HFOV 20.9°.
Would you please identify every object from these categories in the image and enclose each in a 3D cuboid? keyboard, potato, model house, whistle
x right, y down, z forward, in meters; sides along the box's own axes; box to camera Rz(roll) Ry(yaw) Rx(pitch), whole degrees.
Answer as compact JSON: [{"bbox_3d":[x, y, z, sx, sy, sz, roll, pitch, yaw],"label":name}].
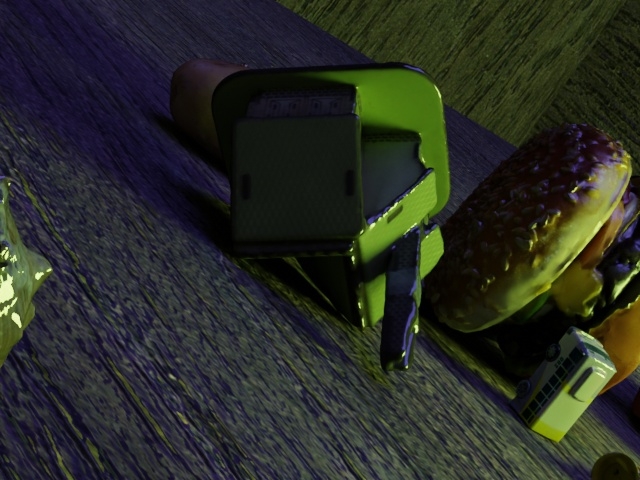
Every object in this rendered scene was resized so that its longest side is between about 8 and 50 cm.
[{"bbox_3d":[0.144,0.079,1.912,0.198,0.010,0.063,23,15,-50],"label":"keyboard"},{"bbox_3d":[-0.083,-0.131,1.851,0.178,0.109,0.118,30,33,-4],"label":"potato"},{"bbox_3d":[0.000,0.000,1.558,0.205,0.218,0.279,78,14,-45],"label":"model house"},{"bbox_3d":[0.303,0.236,1.652,0.057,0.046,0.109,25,-3,34],"label":"whistle"}]

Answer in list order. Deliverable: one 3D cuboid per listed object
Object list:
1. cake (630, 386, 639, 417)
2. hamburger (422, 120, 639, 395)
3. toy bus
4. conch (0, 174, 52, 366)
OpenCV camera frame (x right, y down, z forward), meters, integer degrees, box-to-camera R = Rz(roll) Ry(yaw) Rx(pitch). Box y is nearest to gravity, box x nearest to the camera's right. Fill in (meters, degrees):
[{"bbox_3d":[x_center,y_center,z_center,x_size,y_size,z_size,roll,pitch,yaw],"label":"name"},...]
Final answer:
[{"bbox_3d":[0.478,0.196,2.095,0.177,0.151,0.283,27,7,23],"label":"cake"},{"bbox_3d":[0.252,0.016,1.817,0.225,0.291,0.291,43,9,-11],"label":"hamburger"},{"bbox_3d":[0.238,0.141,1.692,0.052,0.102,0.058,29,16,-34],"label":"toy bus"},{"bbox_3d":[-0.231,0.014,0.794,0.178,0.163,0.245,6,24,14],"label":"conch"}]
